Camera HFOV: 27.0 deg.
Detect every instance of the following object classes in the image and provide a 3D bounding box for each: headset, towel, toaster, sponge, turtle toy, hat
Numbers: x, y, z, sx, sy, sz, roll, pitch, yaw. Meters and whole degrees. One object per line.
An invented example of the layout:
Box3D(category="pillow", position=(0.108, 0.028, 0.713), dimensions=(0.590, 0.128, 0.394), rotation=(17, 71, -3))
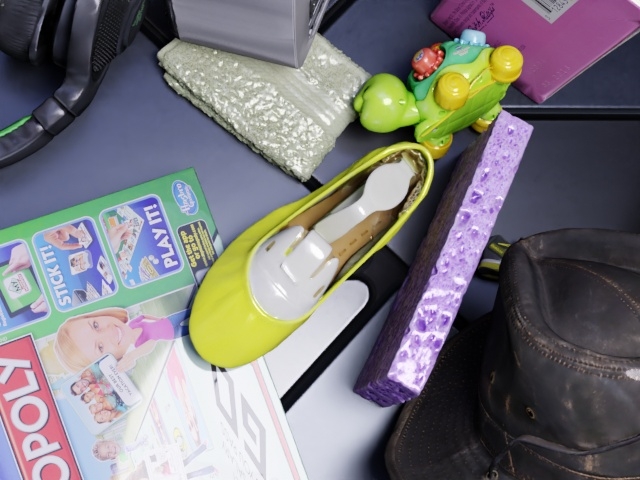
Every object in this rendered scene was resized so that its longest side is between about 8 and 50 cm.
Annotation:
Box3D(category="headset", position=(-0.216, -0.221, 0.910), dimensions=(0.243, 0.185, 0.394), rotation=(42, 87, -2))
Box3D(category="towel", position=(-0.039, -0.124, 1.009), dimensions=(0.148, 0.027, 0.110), rotation=(40, 76, -2))
Box3D(category="toaster", position=(-0.045, -0.226, 0.930), dimensions=(0.110, 0.168, 0.185), rotation=(17, 65, 8))
Box3D(category="sponge", position=(0.088, 0.017, 0.964), dimensions=(0.031, 0.117, 0.210), rotation=(26, 77, -3))
Box3D(category="turtle toy", position=(0.088, -0.112, 1.001), dimensions=(0.130, 0.095, 0.066), rotation=(-27, 68, -20))
Box3D(category="hat", position=(0.177, 0.072, 0.861), dimensions=(0.331, 0.331, 0.134), rotation=(-25, 117, -14))

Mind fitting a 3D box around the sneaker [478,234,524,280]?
Box3D(category="sneaker", position=(0.163, 0.016, 1.023), dimensions=(0.083, 0.031, 0.035), rotation=(11, 74, -11))

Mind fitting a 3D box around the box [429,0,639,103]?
Box3D(category="box", position=(0.219, -0.251, 0.985), dimensions=(0.117, 0.213, 0.243), rotation=(38, 76, -3))

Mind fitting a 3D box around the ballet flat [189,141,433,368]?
Box3D(category="ballet flat", position=(0.000, 0.000, 0.942), dimensions=(0.231, 0.077, 0.077), rotation=(-41, 95, -30))

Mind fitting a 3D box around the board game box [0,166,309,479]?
Box3D(category="board game box", position=(-0.136, 0.131, 0.938), dimensions=(0.213, 0.046, 0.317), rotation=(-20, 85, -15))
